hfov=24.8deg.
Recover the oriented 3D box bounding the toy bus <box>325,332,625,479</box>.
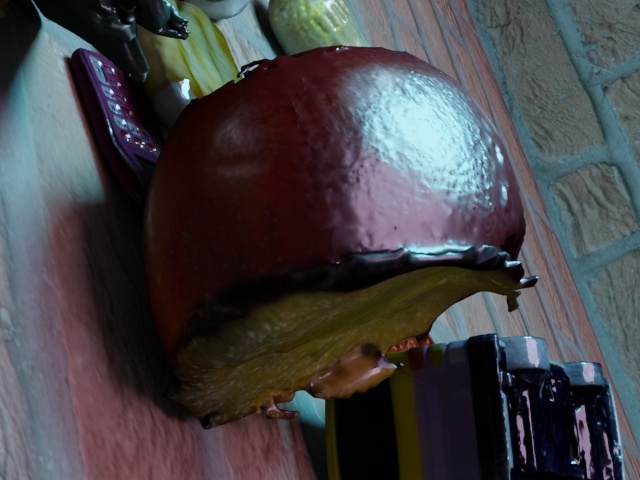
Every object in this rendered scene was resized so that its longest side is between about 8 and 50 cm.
[{"bbox_3d":[0.191,0.246,1.665,0.440,0.249,0.209,21,61,-61],"label":"toy bus"}]

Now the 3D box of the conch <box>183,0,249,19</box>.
[{"bbox_3d":[-0.128,-0.334,1.872,0.104,0.094,0.176,23,12,5],"label":"conch"}]

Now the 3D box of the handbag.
[{"bbox_3d":[-0.248,-0.275,1.272,0.260,0.079,0.247,37,-11,51],"label":"handbag"}]

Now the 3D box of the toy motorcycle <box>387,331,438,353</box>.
[{"bbox_3d":[0.069,0.116,1.784,0.298,0.089,0.171,22,45,-66],"label":"toy motorcycle"}]

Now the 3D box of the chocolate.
[{"bbox_3d":[0.031,-0.264,2.168,0.309,0.134,0.134,56,18,-20],"label":"chocolate"}]

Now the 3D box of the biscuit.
[{"bbox_3d":[-0.146,-0.191,1.615,0.237,0.062,0.290,41,21,-53],"label":"biscuit"}]

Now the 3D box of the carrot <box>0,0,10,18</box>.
[{"bbox_3d":[-0.342,-0.267,1.207,0.257,0.061,0.061,42,27,-46],"label":"carrot"}]

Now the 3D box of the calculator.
[{"bbox_3d":[-0.187,-0.101,1.456,0.127,0.034,0.190,24,37,-63],"label":"calculator"}]

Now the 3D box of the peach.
[{"bbox_3d":[0.000,0.000,1.353,0.353,0.339,0.416,41,30,-11],"label":"peach"}]
